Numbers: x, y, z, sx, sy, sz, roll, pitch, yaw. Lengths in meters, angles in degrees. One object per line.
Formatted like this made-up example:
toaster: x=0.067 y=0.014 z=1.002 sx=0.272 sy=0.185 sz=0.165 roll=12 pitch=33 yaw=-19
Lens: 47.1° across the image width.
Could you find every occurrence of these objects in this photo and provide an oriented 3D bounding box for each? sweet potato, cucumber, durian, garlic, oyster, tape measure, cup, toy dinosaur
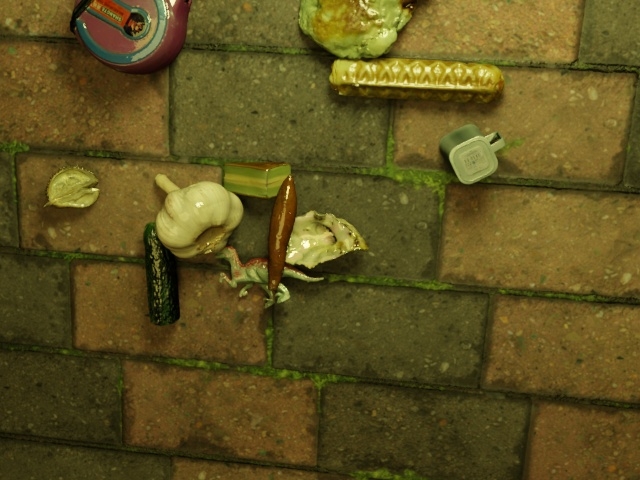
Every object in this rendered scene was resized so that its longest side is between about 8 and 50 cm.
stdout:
sweet potato: x=-0.089 y=-0.016 z=1.618 sx=0.057 sy=0.057 sz=0.265 roll=12 pitch=97 yaw=4
cucumber: x=-0.372 y=0.074 z=1.711 sx=0.074 sy=0.074 sz=0.242 roll=-1 pitch=103 yaw=7
durian: x=-0.577 y=-0.117 z=1.686 sx=0.140 sy=0.071 sz=0.110 roll=-32 pitch=114 yaw=-10
garlic: x=-0.294 y=-0.079 z=1.641 sx=0.199 sy=0.199 sz=0.226 roll=-48 pitch=60 yaw=15
oyster: x=-0.006 y=-0.007 z=1.651 sx=0.209 sy=0.072 sz=0.133 roll=-20 pitch=79 yaw=18
tape measure: x=-0.391 y=-0.475 z=1.543 sx=0.231 sy=0.149 sz=0.245 roll=31 pitch=98 yaw=2
cup: x=0.323 y=-0.186 z=1.533 sx=0.128 sy=0.129 sz=0.095 roll=-25 pitch=106 yaw=9
toy dinosaur: x=-0.118 y=0.073 z=1.685 sx=0.242 sy=0.053 sz=0.167 roll=-13 pitch=95 yaw=19

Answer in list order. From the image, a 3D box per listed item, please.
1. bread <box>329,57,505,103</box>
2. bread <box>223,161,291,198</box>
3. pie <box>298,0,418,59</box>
bread: x=0.200 y=-0.335 z=1.536 sx=0.367 sy=0.077 sz=0.084 roll=5 pitch=101 yaw=7
bread: x=-0.145 y=-0.140 z=1.659 sx=0.139 sy=0.084 sz=0.074 roll=9 pitch=108 yaw=37
pie: x=0.081 y=-0.511 z=1.504 sx=0.257 sy=0.105 sz=0.274 roll=39 pitch=103 yaw=12
